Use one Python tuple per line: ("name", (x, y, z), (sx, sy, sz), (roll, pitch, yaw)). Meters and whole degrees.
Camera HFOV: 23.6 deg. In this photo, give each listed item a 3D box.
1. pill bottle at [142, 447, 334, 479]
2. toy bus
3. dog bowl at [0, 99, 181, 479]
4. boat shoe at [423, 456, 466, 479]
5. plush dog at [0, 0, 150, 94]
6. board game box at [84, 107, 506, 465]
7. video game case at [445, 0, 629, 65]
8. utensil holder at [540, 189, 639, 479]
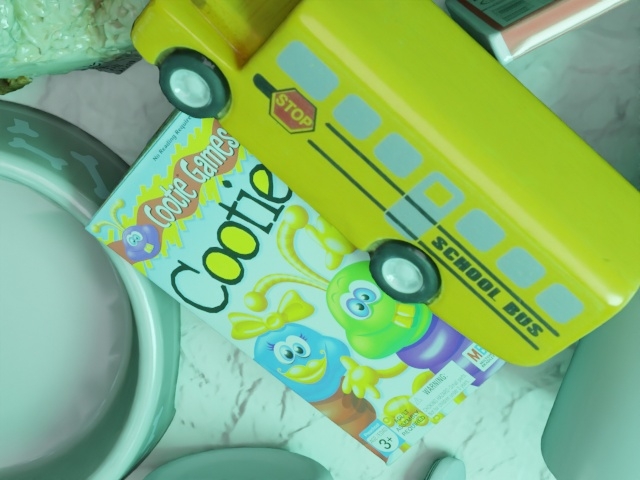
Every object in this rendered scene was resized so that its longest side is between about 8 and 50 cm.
("pill bottle", (-0.059, 0.304, 1.168), (0.153, 0.153, 0.264), (-3, 101, -1))
("toy bus", (0.047, -0.069, 0.962), (0.333, 0.108, 0.130), (42, 137, -6))
("dog bowl", (-0.267, 0.072, 1.142), (0.349, 0.102, 0.348), (0, 102, -1))
("boat shoe", (0.074, 0.234, 1.213), (0.040, 0.049, 0.142), (22, 97, 33))
("plush dog", (-0.214, -0.230, 1.065), (0.262, 0.211, 0.225), (-10, 88, -28))
("board game box", (0.000, 0.000, 1.092), (0.275, 0.144, 0.142), (38, 122, -8))
("video game case", (0.229, -0.208, 1.045), (0.285, 0.204, 0.025), (-27, 105, 4))
("utensil holder", (0.357, 0.029, 1.040), (0.328, 0.327, 0.385), (21, 103, -6))
